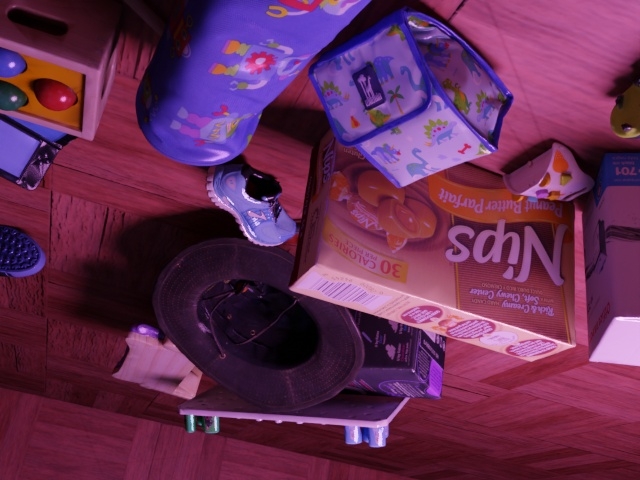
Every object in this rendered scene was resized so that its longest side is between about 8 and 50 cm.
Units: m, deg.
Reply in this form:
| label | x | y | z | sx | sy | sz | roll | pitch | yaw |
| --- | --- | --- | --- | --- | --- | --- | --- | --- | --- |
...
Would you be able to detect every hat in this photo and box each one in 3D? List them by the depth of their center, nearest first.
| label | x | y | z | sx | sy | sz | roll | pitch | yaw |
| --- | --- | --- | --- | --- | --- | --- | --- | --- | --- |
| hat | -0.083 | 0.105 | 1.092 | 0.331 | 0.134 | 0.331 | 7 | 123 | 11 |

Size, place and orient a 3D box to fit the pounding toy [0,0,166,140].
| label | x | y | z | sx | sy | sz | roll | pitch | yaw |
| --- | --- | --- | --- | --- | --- | --- | --- | --- | --- |
| pounding toy | -0.230 | -0.181 | 0.646 | 0.181 | 0.094 | 0.206 | 17 | 153 | -14 |

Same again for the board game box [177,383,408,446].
| label | x | y | z | sx | sy | sz | roll | pitch | yaw |
| --- | --- | --- | --- | --- | --- | --- | --- | --- | --- |
| board game box | -0.010 | 0.300 | 1.360 | 0.389 | 0.050 | 0.390 | -2 | -176 | 21 |

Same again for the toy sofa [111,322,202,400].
| label | x | y | z | sx | sy | sz | roll | pitch | yaw |
| --- | --- | --- | --- | --- | --- | --- | --- | --- | --- |
| toy sofa | -0.269 | 0.176 | 1.313 | 0.177 | 0.150 | 0.362 | 20 | 152 | -12 |

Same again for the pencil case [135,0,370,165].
| label | x | y | z | sx | sy | sz | roll | pitch | yaw |
| --- | --- | --- | --- | --- | --- | --- | --- | --- | --- |
| pencil case | -0.056 | -0.173 | 0.577 | 0.133 | 0.119 | 0.306 | -1 | 160 | -30 |

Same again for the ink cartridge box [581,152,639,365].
| label | x | y | z | sx | sy | sz | roll | pitch | yaw |
| --- | --- | --- | --- | --- | --- | --- | --- | --- | --- |
| ink cartridge box | 0.335 | 0.022 | 0.751 | 0.082 | 0.191 | 0.140 | 4 | 153 | 11 |

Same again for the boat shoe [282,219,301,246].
| label | x | y | z | sx | sy | sz | roll | pitch | yaw |
| --- | --- | --- | --- | --- | --- | --- | --- | --- | --- |
| boat shoe | 0.000 | 0.000 | 0.988 | 0.137 | 0.043 | 0.049 | 0 | 154 | 21 |

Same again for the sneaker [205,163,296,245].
| label | x | y | z | sx | sy | sz | roll | pitch | yaw |
| --- | --- | --- | --- | --- | --- | --- | --- | --- | --- |
| sneaker | -0.075 | -0.044 | 0.904 | 0.073 | 0.063 | 0.162 | -11 | 148 | 29 |

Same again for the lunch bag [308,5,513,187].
| label | x | y | z | sx | sy | sz | roll | pitch | yaw |
| --- | --- | --- | --- | --- | --- | --- | --- | --- | --- |
| lunch bag | 0.079 | -0.133 | 0.650 | 0.151 | 0.096 | 0.128 | 42 | 144 | -25 |

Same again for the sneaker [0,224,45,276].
| label | x | y | z | sx | sy | sz | roll | pitch | yaw |
| --- | --- | --- | --- | --- | --- | --- | --- | --- | --- |
| sneaker | -0.561 | 0.022 | 1.191 | 0.232 | 0.081 | 0.090 | 12 | 157 | 11 |

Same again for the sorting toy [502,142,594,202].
| label | x | y | z | sx | sy | sz | roll | pitch | yaw |
| --- | --- | --- | --- | --- | --- | --- | --- | --- | --- |
| sorting toy | 0.258 | -0.063 | 0.778 | 0.075 | 0.045 | 0.083 | 14 | 154 | -22 |

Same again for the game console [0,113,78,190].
| label | x | y | z | sx | sy | sz | roll | pitch | yaw |
| --- | --- | --- | --- | --- | --- | --- | --- | --- | --- |
| game console | -0.361 | -0.125 | 0.834 | 0.122 | 0.107 | 0.071 | 33 | 174 | -38 |

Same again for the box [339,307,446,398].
| label | x | y | z | sx | sy | sz | roll | pitch | yaw |
| --- | --- | --- | --- | --- | --- | --- | --- | --- | --- |
| box | 0.064 | 0.177 | 1.206 | 0.270 | 0.143 | 0.165 | -3 | 152 | 25 |

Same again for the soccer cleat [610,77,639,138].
| label | x | y | z | sx | sy | sz | roll | pitch | yaw |
| --- | --- | --- | --- | --- | --- | --- | --- | --- | --- |
| soccer cleat | 0.331 | -0.133 | 0.598 | 0.072 | 0.060 | 0.179 | 8 | 156 | -27 |

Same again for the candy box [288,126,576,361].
| label | x | y | z | sx | sy | sz | roll | pitch | yaw |
| --- | --- | --- | --- | --- | --- | --- | --- | --- | --- |
| candy box | 0.135 | 0.004 | 0.792 | 0.316 | 0.183 | 0.087 | 18 | 153 | -17 |
